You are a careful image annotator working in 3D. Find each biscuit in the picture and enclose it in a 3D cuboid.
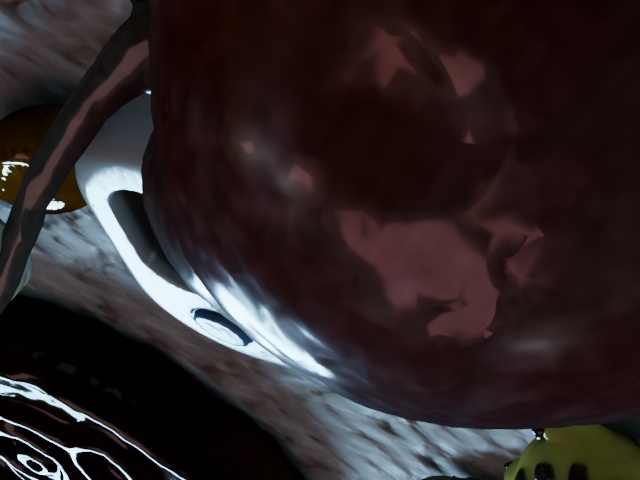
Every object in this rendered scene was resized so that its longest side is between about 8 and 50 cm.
[{"bbox_3d":[-0.204,0.179,1.635,0.407,0.091,0.407,22,154,11],"label":"biscuit"}]

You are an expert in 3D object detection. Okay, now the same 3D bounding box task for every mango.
[{"bbox_3d":[-0.173,-0.053,1.210,0.077,0.063,0.127,36,158,-28],"label":"mango"}]

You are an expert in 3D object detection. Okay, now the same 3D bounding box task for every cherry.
[{"bbox_3d":[0.083,-0.080,0.670,0.335,0.291,0.326,-4,-155,-32],"label":"cherry"}]

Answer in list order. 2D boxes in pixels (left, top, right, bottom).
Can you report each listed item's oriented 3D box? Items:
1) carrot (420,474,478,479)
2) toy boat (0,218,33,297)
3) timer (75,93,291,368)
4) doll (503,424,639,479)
[{"bbox_3d":[0.178,0.212,1.397,0.254,0.049,0.049,12,151,19],"label":"carrot"},{"bbox_3d":[-0.321,0.005,1.380,0.269,0.141,0.141,21,157,45],"label":"toy boat"},{"bbox_3d":[0.000,0.001,1.119,0.262,0.087,0.237,14,152,24],"label":"timer"},{"bbox_3d":[0.207,0.141,1.188,0.117,0.086,0.291,56,148,-5],"label":"doll"}]
